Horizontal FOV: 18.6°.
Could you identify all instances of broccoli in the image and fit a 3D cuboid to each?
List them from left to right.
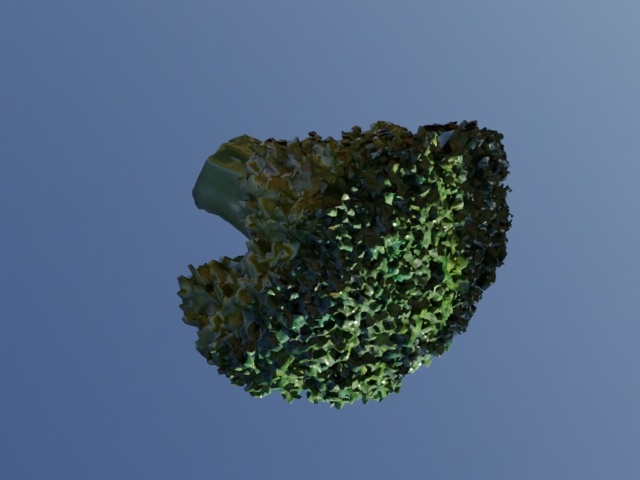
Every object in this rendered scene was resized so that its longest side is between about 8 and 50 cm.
[{"bbox_3d":[0.000,0.000,1.150,0.194,0.194,0.220,47,-120,7],"label":"broccoli"}]
